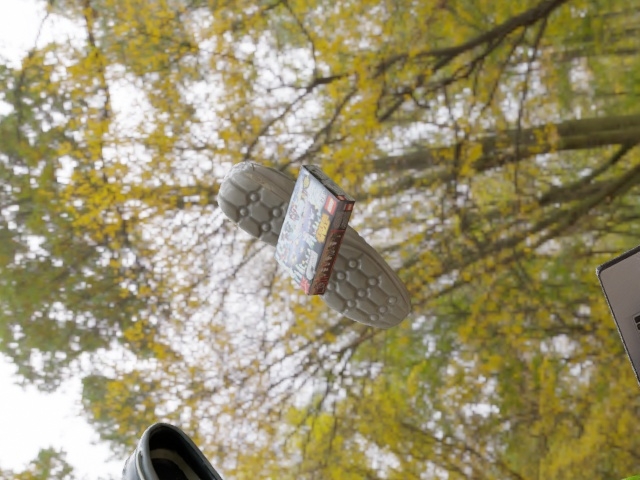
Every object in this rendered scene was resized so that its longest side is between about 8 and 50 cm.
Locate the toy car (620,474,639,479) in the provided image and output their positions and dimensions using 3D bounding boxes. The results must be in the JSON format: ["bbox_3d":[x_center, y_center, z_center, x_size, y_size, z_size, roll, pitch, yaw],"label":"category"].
[{"bbox_3d":[0.313,0.279,0.731,0.188,0.149,0.155,-2,-128,-24],"label":"toy car"}]

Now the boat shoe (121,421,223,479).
[{"bbox_3d":[-0.123,0.324,0.946,0.116,0.319,0.099,-6,-52,-34],"label":"boat shoe"}]

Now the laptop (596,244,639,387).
[{"bbox_3d":[0.660,0.154,1.259,0.408,0.382,0.236,60,-176,-30],"label":"laptop"}]

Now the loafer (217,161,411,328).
[{"bbox_3d":[0.000,0.000,1.260,0.319,0.112,0.111,41,-157,-10],"label":"loafer"}]

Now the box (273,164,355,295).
[{"bbox_3d":[-0.010,-0.013,1.119,0.027,0.094,0.137,-2,-58,-36],"label":"box"}]
